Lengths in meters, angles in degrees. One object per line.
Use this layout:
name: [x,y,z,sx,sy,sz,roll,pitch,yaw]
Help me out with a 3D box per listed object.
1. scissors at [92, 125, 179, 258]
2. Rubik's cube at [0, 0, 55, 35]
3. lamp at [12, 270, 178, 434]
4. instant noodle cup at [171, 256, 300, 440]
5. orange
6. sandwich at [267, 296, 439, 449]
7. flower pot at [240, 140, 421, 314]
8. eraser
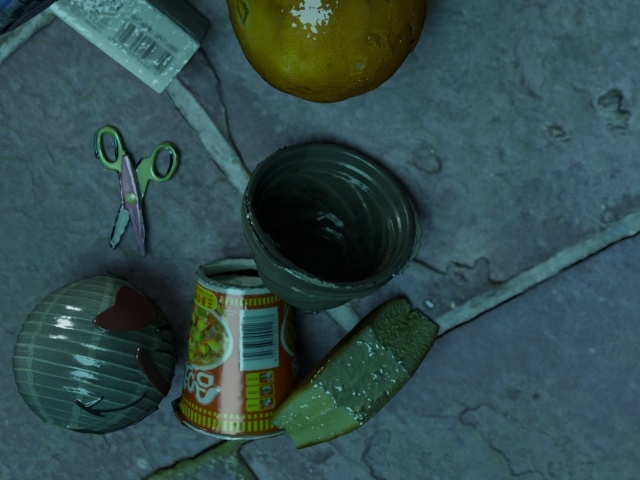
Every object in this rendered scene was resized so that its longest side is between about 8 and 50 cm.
scissors: [-0.268,-0.065,1.723,0.133,0.020,0.187,16,116,16]
Rubik's cube: [-0.280,-0.471,1.294,0.344,0.344,0.337,54,156,-12]
lamp: [-0.316,0.158,1.719,0.233,0.265,0.233,1,83,-10]
instant noodle cup: [-0.112,0.141,1.684,0.193,0.193,0.212,7,108,16]
orange: [0.007,-0.279,1.406,0.240,0.240,0.240,8,116,16]
sandwich: [0.049,0.179,1.616,0.258,0.096,0.094,-44,94,-7]
flower pot: [0.000,0.000,1.568,0.235,0.235,0.140,29,141,5]
eraser: [-0.328,-0.352,1.516,0.404,0.096,0.098,38,115,-15]
